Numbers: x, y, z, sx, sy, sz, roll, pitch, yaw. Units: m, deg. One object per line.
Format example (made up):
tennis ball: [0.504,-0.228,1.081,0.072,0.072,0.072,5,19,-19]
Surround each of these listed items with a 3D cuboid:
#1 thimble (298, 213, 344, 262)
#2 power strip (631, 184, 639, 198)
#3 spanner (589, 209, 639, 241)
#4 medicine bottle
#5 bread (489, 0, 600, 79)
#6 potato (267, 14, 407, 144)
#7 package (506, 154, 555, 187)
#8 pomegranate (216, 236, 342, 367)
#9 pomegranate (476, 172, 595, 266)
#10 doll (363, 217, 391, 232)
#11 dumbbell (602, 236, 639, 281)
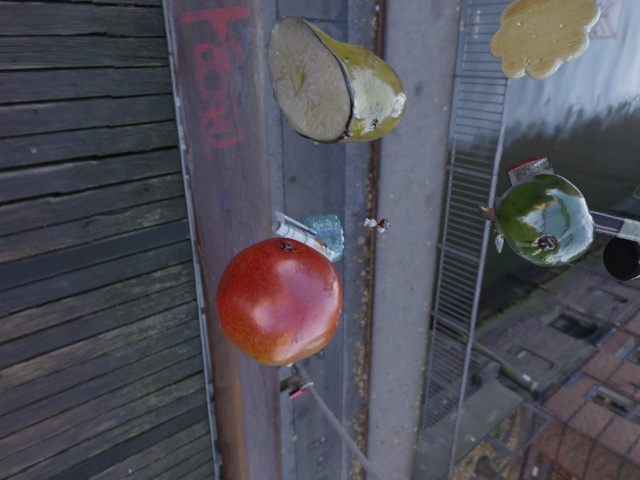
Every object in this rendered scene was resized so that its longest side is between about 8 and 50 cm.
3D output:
thimble: [0.000,0.000,1.881,0.143,0.198,0.235,-7,128,-22]
power strip: [0.661,-0.092,0.903,0.017,0.083,0.027,26,105,-12]
spanner: [0.600,-0.003,0.793,0.087,0.316,0.024,-69,157,-12]
medicine bottle: [-0.050,-0.008,1.286,0.061,0.092,0.221,-28,140,29]
bread: [0.668,-0.629,1.349,0.054,0.316,0.315,8,102,-46]
potato: [0.065,-0.456,1.313,0.296,0.397,0.290,-23,154,-37]
package: [0.753,-0.220,1.591,0.030,0.154,0.239,53,31,-35]
pomegranate: [-0.071,0.120,0.787,0.221,0.221,0.256,-26,133,-31]
pomegranate: [0.342,-0.033,0.740,0.131,0.191,0.152,-40,109,-13]
doll: [0.190,-0.057,1.498,0.085,0.058,0.040,29,43,-16]
dumbbell: [1.040,0.053,1.420,0.218,0.152,0.152,-1,110,-11]
